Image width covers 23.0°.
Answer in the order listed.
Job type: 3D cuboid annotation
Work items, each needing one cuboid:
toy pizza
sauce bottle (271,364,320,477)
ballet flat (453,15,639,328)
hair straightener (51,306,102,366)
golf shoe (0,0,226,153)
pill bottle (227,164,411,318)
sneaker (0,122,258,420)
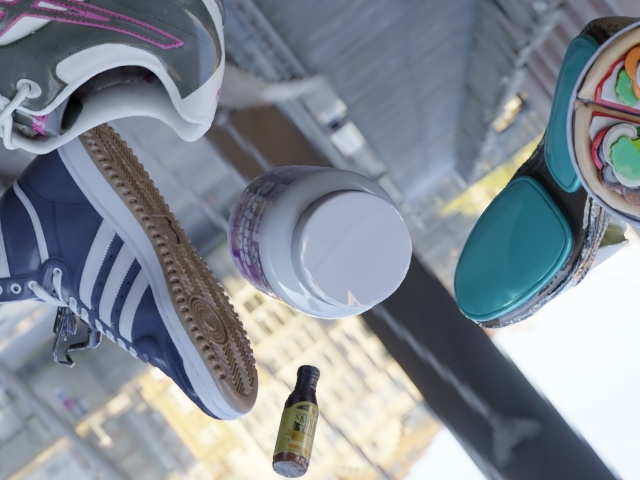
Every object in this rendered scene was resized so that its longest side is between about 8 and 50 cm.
[{"bbox_3d":[0.325,-0.106,1.442,0.201,0.201,0.032,-37,-168,0],"label":"toy pizza"},{"bbox_3d":[-0.023,0.192,1.695,0.042,0.042,0.128,-39,-148,47],"label":"sauce bottle"},{"bbox_3d":[0.319,-0.067,1.873,0.182,0.164,0.482,-7,140,-26],"label":"ballet flat"},{"bbox_3d":[-0.241,0.037,1.516,0.089,0.047,0.230,-30,145,-41],"label":"hair straightener"},{"bbox_3d":[-0.183,-0.110,0.838,0.273,0.120,0.105,-4,158,-11],"label":"golf shoe"},{"bbox_3d":[0.000,0.000,1.794,0.169,0.169,0.301,-37,-169,-10],"label":"pill bottle"},{"bbox_3d":[-0.172,0.051,1.277,0.153,0.282,0.099,-36,164,15],"label":"sneaker"}]
